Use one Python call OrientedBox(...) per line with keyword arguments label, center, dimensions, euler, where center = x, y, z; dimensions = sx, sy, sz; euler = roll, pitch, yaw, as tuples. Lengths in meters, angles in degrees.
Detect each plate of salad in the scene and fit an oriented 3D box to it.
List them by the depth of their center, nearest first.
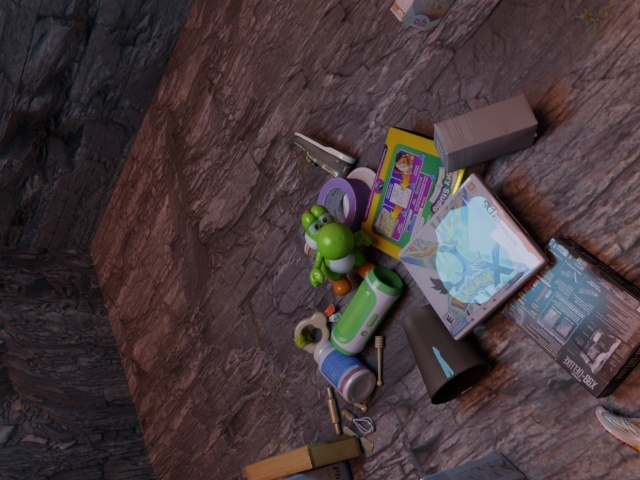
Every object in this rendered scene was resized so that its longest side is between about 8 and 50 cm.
OrientedBox(label="plate of salad", center=(0.141, -0.141, 2.019), dimensions=(0.199, 0.048, 0.200), euler=(-1, 89, 50))

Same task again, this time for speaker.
OrientedBox(label="speaker", center=(0.143, 0.226, 1.937), dimensions=(0.131, 0.131, 0.297), euler=(53, 126, 37))

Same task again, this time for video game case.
OrientedBox(label="video game case", center=(0.381, 0.044, 1.592), dimensions=(0.329, 0.036, 0.300), euler=(-52, 56, 32))

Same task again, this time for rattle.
OrientedBox(label="rattle", center=(-0.004, 0.295, 2.181), dimensions=(0.130, 0.142, 0.200), euler=(33, 99, 11))

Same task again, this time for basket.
OrientedBox(label="basket", center=(0.333, 0.300, 1.691), dimensions=(0.204, 0.154, 0.227), euler=(-56, 46, 37))

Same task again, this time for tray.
OrientedBox(label="tray", center=(-0.068, 0.747, 2.077), dimensions=(0.411, 0.202, 0.076), euler=(-36, 62, 46))

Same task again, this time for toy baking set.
OrientedBox(label="toy baking set", center=(0.098, 0.575, 2.040), dimensions=(0.196, 0.030, 0.256), euler=(-25, 69, 46))

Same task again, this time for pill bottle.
OrientedBox(label="pill bottle", center=(0.072, 0.421, 2.005), dimensions=(0.221, 0.124, 0.124), euler=(37, 115, 48))

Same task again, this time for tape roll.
OrientedBox(label="tape roll", center=(0.079, -0.109, 1.993), dimensions=(0.189, 0.080, 0.189), euler=(0, 89, 50))

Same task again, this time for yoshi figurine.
OrientedBox(label="yoshi figurine", center=(0.057, 0.043, 1.854), dimensions=(0.202, 0.362, 0.204), euler=(3, 58, 28))

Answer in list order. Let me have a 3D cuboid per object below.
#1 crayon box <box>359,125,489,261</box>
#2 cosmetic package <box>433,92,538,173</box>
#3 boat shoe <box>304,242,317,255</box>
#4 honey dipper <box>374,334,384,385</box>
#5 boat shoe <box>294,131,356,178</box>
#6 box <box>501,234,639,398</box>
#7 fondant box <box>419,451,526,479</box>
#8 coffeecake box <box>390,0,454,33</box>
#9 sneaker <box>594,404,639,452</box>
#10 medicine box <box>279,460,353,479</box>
OrientedBox(label="crayon box", center=(0.292, -0.119, 1.795), dimensions=(0.313, 0.106, 0.363), euler=(31, 111, 45))
OrientedBox(label="cosmetic package", center=(0.417, -0.268, 1.552), dimensions=(0.237, 0.127, 0.107), euler=(-20, 69, 3))
OrientedBox(label="boat shoe", center=(0.000, 0.000, 2.167), dimensions=(0.170, 0.063, 0.059), euler=(-56, 43, 30))
OrientedBox(label="honey dipper", center=(0.187, 0.383, 1.948), dimensions=(0.030, 0.030, 0.161), euler=(0, 89, 50))
OrientedBox(label="boat shoe", center=(-0.001, -0.301, 2.152), dimensions=(0.305, 0.109, 0.091), euler=(34, 108, 41))
OrientedBox(label="box", center=(0.607, 0.171, 1.425), dimensions=(0.307, 0.076, 0.243), euler=(47, 122, 41))
OrientedBox(label="fondant box", center=(0.340, 0.677, 1.515), dimensions=(0.096, 0.330, 0.238), euler=(37, 115, 43))
OrientedBox(label="coffeecake box", center=(0.316, -0.713, 1.773), dimensions=(0.185, 0.142, 0.068), euler=(-53, 51, 35))
OrientedBox(label="sneaker", center=(0.700, 0.412, 1.311), dimensions=(0.225, 0.088, 0.093), euler=(25, 86, 48))
OrientedBox(label="medicine box", center=(-0.072, 0.857, 2.024), dimensions=(0.263, 0.289, 0.149), euler=(-37, 63, 42))
